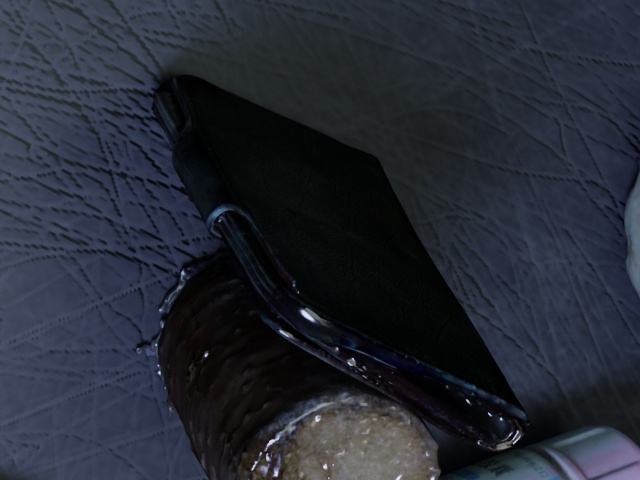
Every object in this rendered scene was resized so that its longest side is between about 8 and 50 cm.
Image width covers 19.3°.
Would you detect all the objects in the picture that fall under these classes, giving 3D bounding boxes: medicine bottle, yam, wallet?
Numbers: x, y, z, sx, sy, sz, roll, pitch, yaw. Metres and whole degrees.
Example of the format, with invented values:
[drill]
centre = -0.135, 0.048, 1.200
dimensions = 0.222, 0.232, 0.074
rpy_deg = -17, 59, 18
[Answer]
[medicine bottle]
centre = 0.137, 0.205, 1.241
dimensions = 0.168, 0.135, 0.135
rpy_deg = -17, 104, -21
[yam]
centre = -0.021, 0.097, 1.083
dimensions = 0.131, 0.280, 0.131
rpy_deg = -4, 106, -13
[wallet]
centre = 0.000, 0.000, 1.052
dimensions = 0.172, 0.318, 0.045
rpy_deg = 26, 107, -26

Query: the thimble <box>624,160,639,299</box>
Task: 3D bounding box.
[thimble]
centre = 0.372, -0.003, 1.287
dimensions = 0.291, 0.195, 0.292
rpy_deg = -7, 105, -25
